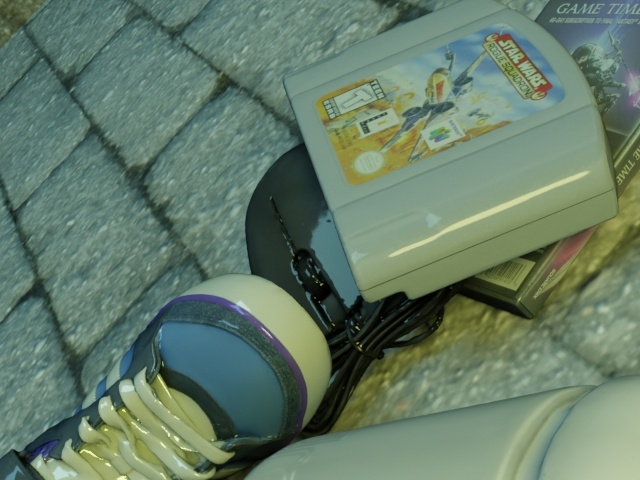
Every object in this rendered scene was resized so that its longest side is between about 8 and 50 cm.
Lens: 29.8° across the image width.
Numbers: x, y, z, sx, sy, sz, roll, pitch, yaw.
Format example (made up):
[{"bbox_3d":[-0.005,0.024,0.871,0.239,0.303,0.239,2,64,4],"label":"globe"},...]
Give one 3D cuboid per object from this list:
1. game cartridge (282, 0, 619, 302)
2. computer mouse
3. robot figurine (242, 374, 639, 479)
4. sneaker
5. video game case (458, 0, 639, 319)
[{"bbox_3d":[0.088,-0.082,0.857,0.198,0.062,0.297,-26,33,4],"label":"game cartridge"},{"bbox_3d":[0.000,0.000,0.924,0.188,0.072,0.272,-49,32,18],"label":"computer mouse"},{"bbox_3d":[0.083,0.169,0.512,0.353,0.200,0.300,-19,5,40],"label":"robot figurine"},{"bbox_3d":[-0.142,0.167,0.812,0.236,0.130,0.323,-46,6,-38],"label":"sneaker"},{"bbox_3d":[0.167,-0.077,0.889,0.274,0.026,0.196,-52,29,-10],"label":"video game case"}]
